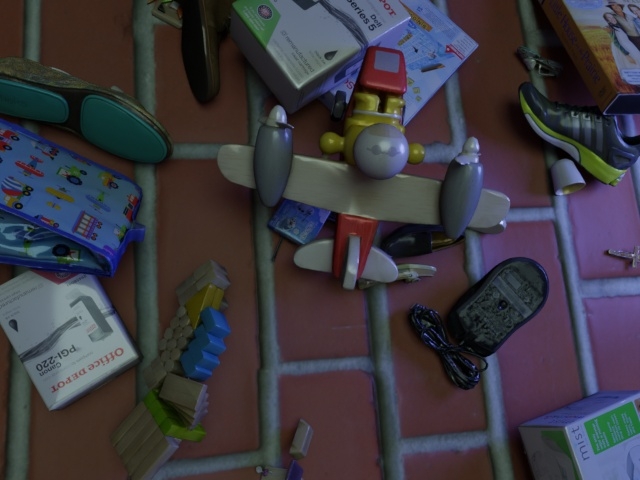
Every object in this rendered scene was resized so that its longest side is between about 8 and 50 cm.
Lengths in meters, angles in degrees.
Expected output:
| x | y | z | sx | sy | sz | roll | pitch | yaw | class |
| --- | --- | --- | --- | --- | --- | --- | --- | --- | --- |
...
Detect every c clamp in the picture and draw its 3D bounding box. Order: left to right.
| x | y | z | sx | sy | sz | roll | pitch | yaw | class |
| --- | --- | --- | --- | --- | --- | --- | --- | --- | --- |
| 0.000 | 0.000 | 1.122 | 0.160 | 0.022 | 0.137 | 17 | 69 | -5 | c clamp |

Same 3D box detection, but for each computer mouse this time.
| x | y | z | sx | sy | sz | roll | pitch | yaw | class |
| --- | --- | --- | --- | --- | --- | --- | --- | --- | --- |
| 0.317 | 0.135 | 1.131 | 0.272 | 0.072 | 0.189 | -38 | 88 | -5 | computer mouse |

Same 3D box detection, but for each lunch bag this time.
| x | y | z | sx | sy | sz | roll | pitch | yaw | class |
| --- | --- | --- | --- | --- | --- | --- | --- | --- | --- |
| -0.429 | -0.059 | 0.949 | 0.293 | 0.138 | 0.221 | 16 | 33 | -14 | lunch bag |

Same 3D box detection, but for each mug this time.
| x | y | z | sx | sy | sz | roll | pitch | yaw | class |
| --- | --- | --- | --- | --- | --- | --- | --- | --- | --- |
| 0.522 | -0.135 | 1.245 | 0.062 | 0.078 | 0.064 | -19 | 69 | 18 | mug |

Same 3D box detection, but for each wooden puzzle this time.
| x | y | z | sx | sy | sz | roll | pitch | yaw | class |
| --- | --- | --- | --- | --- | --- | --- | --- | --- | --- |
| -0.295 | -0.470 | 1.175 | 0.116 | 0.014 | 0.079 | 20 | 74 | -6 | wooden puzzle |

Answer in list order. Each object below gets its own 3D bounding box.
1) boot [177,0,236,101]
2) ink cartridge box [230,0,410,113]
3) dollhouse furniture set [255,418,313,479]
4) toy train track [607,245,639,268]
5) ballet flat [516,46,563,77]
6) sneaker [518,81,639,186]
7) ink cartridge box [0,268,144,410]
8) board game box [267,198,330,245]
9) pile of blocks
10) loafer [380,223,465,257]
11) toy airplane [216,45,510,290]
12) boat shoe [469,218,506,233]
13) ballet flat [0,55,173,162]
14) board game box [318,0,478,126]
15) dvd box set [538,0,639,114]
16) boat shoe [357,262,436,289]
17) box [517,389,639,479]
| x | y | z | sx | sy | sz | roll | pitch | yaw | class |
| --- | --- | --- | --- | --- | --- | --- | --- | --- | --- |
| -0.210 | -0.419 | 1.139 | 0.115 | 0.112 | 0.306 | -2 | 83 | -37 | boot |
| -0.002 | -0.401 | 1.095 | 0.272 | 0.115 | 0.198 | -36 | 86 | -15 | ink cartridge box |
| -0.056 | 0.379 | 1.025 | 0.081 | 0.091 | 0.114 | -3 | 46 | 28 | dollhouse furniture set |
| 0.653 | 0.032 | 1.248 | 0.083 | 0.014 | 0.048 | 12 | 82 | -2 | toy train track |
| 0.486 | -0.393 | 1.303 | 0.114 | 0.041 | 0.041 | 23 | 74 | -5 | ballet flat |
| 0.543 | -0.247 | 1.220 | 0.299 | 0.121 | 0.111 | 34 | 37 | -7 | sneaker |
| -0.417 | 0.146 | 0.964 | 0.158 | 0.092 | 0.218 | -31 | 86 | -16 | ink cartridge box |
| -0.040 | -0.042 | 1.105 | 0.090 | 0.020 | 0.090 | 29 | 69 | 2 | board game box |
| -0.204 | 0.220 | 0.970 | 0.148 | 0.112 | 0.362 | 11 | 73 | 35 | pile of blocks |
| 0.199 | -0.001 | 1.129 | 0.170 | 0.061 | 0.062 | -18 | 113 | -13 | loafer |
| 0.075 | -0.103 | 0.985 | 0.386 | 0.272 | 0.384 | -34 | 88 | -8 | toy airplane |
| 0.291 | -0.071 | 1.175 | 0.184 | 0.066 | 0.063 | 15 | 60 | -5 | boat shoe |
| -0.424 | -0.245 | 1.054 | 0.348 | 0.123 | 0.123 | 17 | 74 | -9 | ballet flat |
| 0.110 | -0.397 | 1.211 | 0.318 | 0.066 | 0.318 | 43 | 73 | 1 | board game box |
| 0.670 | -0.447 | 1.269 | 0.307 | 0.062 | 0.421 | -3 | 59 | -13 | dvd box set |
| 0.146 | 0.069 | 1.116 | 0.152 | 0.056 | 0.048 | 0 | 84 | -9 | boat shoe |
| 0.512 | 0.428 | 1.049 | 0.231 | 0.126 | 0.262 | -9 | 78 | -27 | box |
